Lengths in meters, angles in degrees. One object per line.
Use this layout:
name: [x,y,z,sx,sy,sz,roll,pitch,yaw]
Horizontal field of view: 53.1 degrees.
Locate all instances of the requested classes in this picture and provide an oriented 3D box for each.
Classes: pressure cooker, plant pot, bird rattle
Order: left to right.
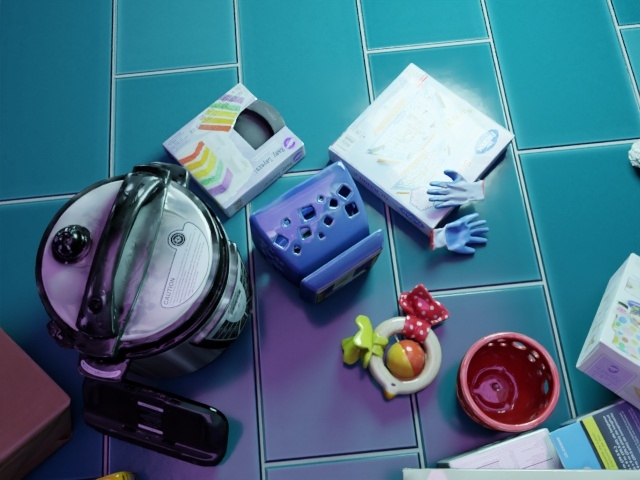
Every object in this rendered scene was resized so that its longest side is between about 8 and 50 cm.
pressure cooker: [-0.348,0.077,1.275,0.375,0.420,0.370,-30,71,-9]
plant pot: [0.000,0.000,1.398,0.236,0.236,0.212,-34,80,-10]
bird rattle: [0.176,0.225,1.388,0.253,0.143,0.207,-21,82,-19]
plant pot: [0.366,0.295,1.302,0.191,0.174,0.191,0,70,1]

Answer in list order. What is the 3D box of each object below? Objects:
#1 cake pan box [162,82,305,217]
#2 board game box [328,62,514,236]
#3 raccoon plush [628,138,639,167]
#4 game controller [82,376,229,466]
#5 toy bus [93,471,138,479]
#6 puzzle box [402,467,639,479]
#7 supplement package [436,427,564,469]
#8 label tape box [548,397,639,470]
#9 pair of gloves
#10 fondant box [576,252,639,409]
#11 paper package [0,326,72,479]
cake pan box: [-0.206,-0.225,1.567,0.267,0.070,0.246,-40,76,-12]
board game box: [0.241,-0.225,1.550,0.318,0.066,0.318,40,77,14]
raccoon plush: [0.819,-0.019,1.387,0.299,0.216,0.446,-39,45,-23]
game controller: [-0.342,0.366,1.315,0.319,0.067,0.166,15,116,7]
toy bus: [-0.529,0.562,1.259,0.333,0.130,0.108,-19,72,-5]
puzzle box: [0.344,0.521,1.068,0.409,0.052,0.272,-3,74,11]
supplement package: [0.366,0.517,1.207,0.198,0.199,0.262,-18,71,-3]
label tape box: [0.581,0.440,1.214,0.348,0.115,0.249,-12,69,-25]
pair of gloves: [0.314,-0.064,1.458,0.159,0.023,0.198,-6,98,-24]
fondant box: [0.680,0.198,1.290,0.238,0.096,0.330,34,43,13]
paper package: [-0.712,0.344,1.271,0.325,0.168,0.309,38,49,14]
